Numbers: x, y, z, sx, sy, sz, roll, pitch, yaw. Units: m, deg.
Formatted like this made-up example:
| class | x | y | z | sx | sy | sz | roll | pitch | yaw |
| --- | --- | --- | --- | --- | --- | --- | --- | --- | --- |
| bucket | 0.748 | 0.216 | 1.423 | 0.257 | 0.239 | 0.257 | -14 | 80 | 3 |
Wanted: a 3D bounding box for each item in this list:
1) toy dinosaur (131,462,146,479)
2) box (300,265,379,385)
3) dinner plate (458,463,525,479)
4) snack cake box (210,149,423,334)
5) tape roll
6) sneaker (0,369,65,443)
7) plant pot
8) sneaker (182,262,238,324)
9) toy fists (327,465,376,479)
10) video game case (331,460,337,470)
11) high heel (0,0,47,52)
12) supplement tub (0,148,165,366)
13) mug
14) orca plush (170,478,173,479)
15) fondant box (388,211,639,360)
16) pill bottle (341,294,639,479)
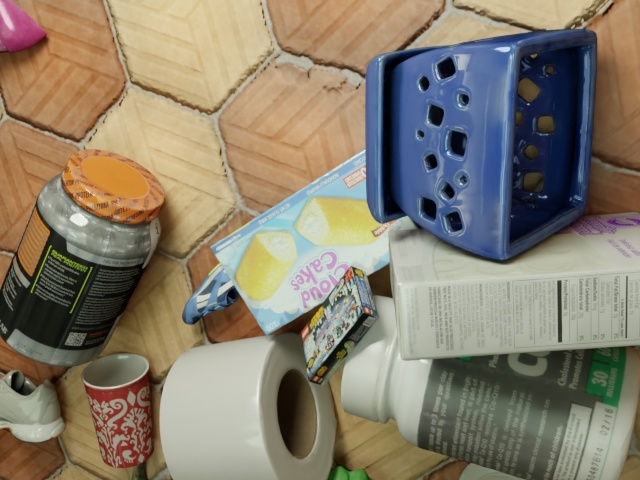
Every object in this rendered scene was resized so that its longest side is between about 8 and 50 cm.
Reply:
| class | x | y | z | sx | sy | sz | roll | pitch | yaw |
| --- | --- | --- | --- | --- | --- | --- | --- | --- | --- |
| toy dinosaur | -0.356 | 0.507 | 1.476 | 0.118 | 0.064 | 0.268 | -3 | 106 | 6 |
| box | 0.022 | 0.114 | 1.062 | 0.027 | 0.094 | 0.137 | 22 | 120 | -24 |
| dinner plate | 0.279 | 0.394 | 1.221 | 0.141 | 0.017 | 0.141 | 6 | 108 | 18 |
| snack cake box | 0.000 | 0.000 | 1.127 | 0.264 | 0.089 | 0.152 | -32 | 93 | 13 |
| tape roll | -0.103 | 0.269 | 1.199 | 0.169 | 0.246 | 0.246 | -12 | 102 | 23 |
| sneaker | -0.597 | 0.295 | 1.489 | 0.262 | 0.099 | 0.121 | 2 | 100 | 12 |
| plant pot | 0.185 | -0.129 | 0.960 | 0.212 | 0.236 | 0.236 | 11 | 111 | 38 |
| sneaker | -0.169 | 0.092 | 1.273 | 0.059 | 0.053 | 0.144 | 41 | 118 | 2 |
| toy fists | 0.092 | 0.460 | 1.256 | 0.279 | 0.096 | 0.142 | 27 | 103 | 3 |
| video game case | -0.029 | 0.451 | 1.354 | 0.190 | 0.022 | 0.173 | -26 | 97 | 27 |
| high heel | -0.517 | -0.410 | 1.241 | 0.117 | 0.082 | 0.244 | -18 | 88 | -4 |
| supplement tub | -0.374 | 0.027 | 1.251 | 0.193 | 0.193 | 0.316 | 36 | 116 | 7 |
| mug | -0.347 | 0.290 | 1.393 | 0.113 | 0.150 | 0.169 | -9 | 112 | -14 |
| orca plush | -0.250 | 0.546 | 1.408 | 0.151 | 0.102 | 0.287 | 21 | 114 | -3 |
| fondant box | 0.250 | 0.046 | 0.947 | 0.330 | 0.238 | 0.096 | -3 | 104 | 3 |
| pill bottle | 0.223 | 0.199 | 1.073 | 0.360 | 0.204 | 0.204 | 13 | 111 | 16 |
